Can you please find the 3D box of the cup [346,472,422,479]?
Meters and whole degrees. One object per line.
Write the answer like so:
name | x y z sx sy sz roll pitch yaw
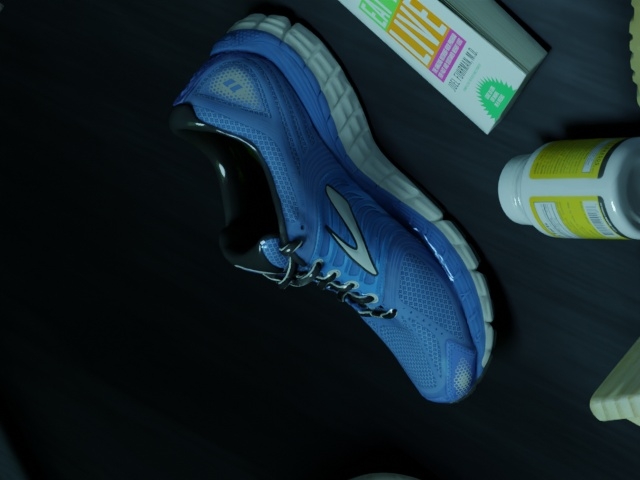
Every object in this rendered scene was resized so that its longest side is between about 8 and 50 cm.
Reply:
cup | 0.044 0.350 1.658 0.331 0.331 0.237 38 125 18

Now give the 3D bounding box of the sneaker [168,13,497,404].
sneaker | 0.000 0.000 1.384 0.330 0.147 0.129 52 152 -11

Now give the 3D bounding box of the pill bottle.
pill bottle | 0.169 -0.033 1.187 0.116 0.065 0.065 2 129 54

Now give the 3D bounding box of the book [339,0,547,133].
book | 0.076 -0.143 1.218 0.144 0.035 0.096 42 156 7

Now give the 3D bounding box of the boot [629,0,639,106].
boot | 0.284 -0.104 0.910 0.269 0.089 0.236 23 145 36

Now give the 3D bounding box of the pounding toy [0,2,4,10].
pounding toy | -0.295 -0.290 1.505 0.269 0.155 0.154 35 180 40

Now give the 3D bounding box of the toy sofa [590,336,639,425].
toy sofa | 0.347 0.174 1.118 0.362 0.150 0.177 53 147 -12
